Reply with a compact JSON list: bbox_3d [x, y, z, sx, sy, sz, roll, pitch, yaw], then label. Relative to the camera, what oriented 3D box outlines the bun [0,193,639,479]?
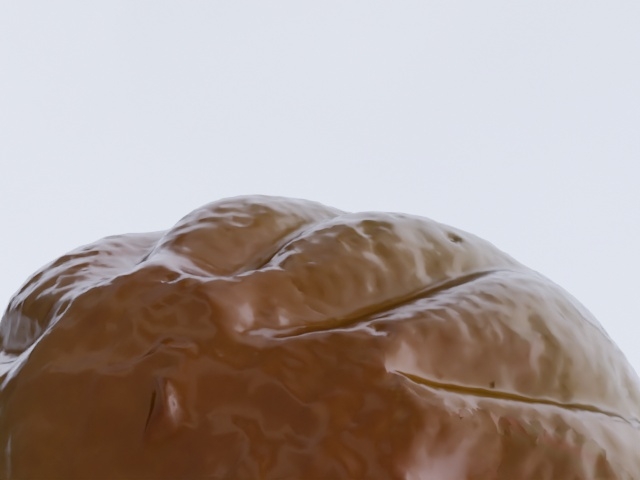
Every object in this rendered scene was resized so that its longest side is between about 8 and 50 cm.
[{"bbox_3d":[-0.026,0.095,0.405,0.299,0.164,0.299,-5,-130,6],"label":"bun"}]
